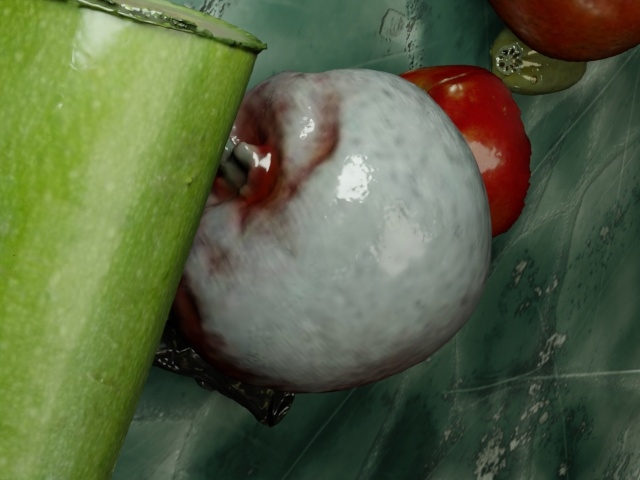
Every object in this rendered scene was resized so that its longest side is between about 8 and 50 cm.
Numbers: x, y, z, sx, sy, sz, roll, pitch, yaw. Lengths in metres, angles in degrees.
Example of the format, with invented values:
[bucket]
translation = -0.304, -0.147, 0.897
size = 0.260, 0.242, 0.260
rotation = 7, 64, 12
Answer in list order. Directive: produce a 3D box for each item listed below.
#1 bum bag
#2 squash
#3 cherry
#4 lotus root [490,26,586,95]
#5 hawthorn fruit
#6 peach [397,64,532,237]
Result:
[bum bag]
translation = -0.098, 0.111, 1.451
size = 0.248, 0.069, 0.102
rotation = 38, 59, -47
[squash]
translation = -0.223, -0.015, 1.051
size = 0.263, 0.263, 0.384
rotation = 11, 102, -54
[cherry]
translation = 0.018, -0.012, 1.310
size = 0.335, 0.291, 0.326
rotation = 3, 130, -31
[lotus root]
translation = 0.273, -0.224, 1.700
size = 0.183, 0.077, 0.090
rotation = -16, 120, -44
[hawthorn fruit]
translation = 0.285, -0.333, 1.488
size = 0.311, 0.295, 0.295
rotation = 5, 108, -39
[peach]
translation = 0.145, -0.089, 1.532
size = 0.226, 0.190, 0.196
rotation = 35, 70, -48
